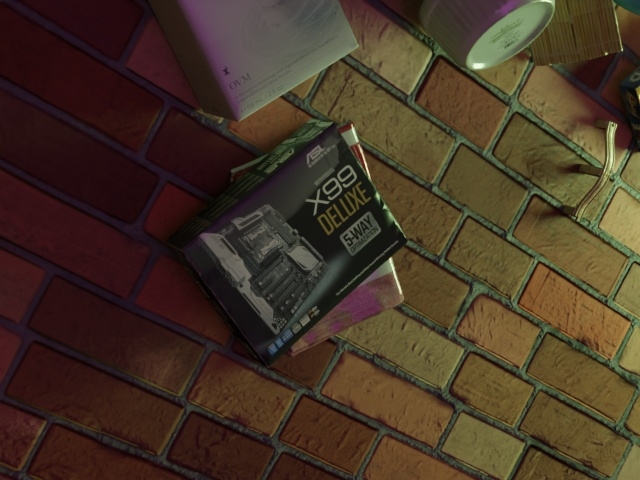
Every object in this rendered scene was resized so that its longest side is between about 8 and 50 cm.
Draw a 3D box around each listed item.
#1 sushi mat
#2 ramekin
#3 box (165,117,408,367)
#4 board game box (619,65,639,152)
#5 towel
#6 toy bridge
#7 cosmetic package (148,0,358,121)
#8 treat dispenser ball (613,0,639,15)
[{"bbox_3d":[0.391,-0.423,1.942,0.019,0.151,0.316,-77,153,-46],"label":"sushi mat"},{"bbox_3d":[0.268,-0.359,1.868,0.207,0.207,0.109,-25,71,-21],"label":"ramekin"},{"bbox_3d":[-0.046,0.001,1.828,0.307,0.076,0.242,-41,117,-16],"label":"box"},{"bbox_3d":[0.661,-0.288,2.189,0.243,0.042,0.165,-39,127,-15],"label":"board game box"},{"bbox_3d":[0.000,0.000,1.919,0.237,0.037,0.329,-25,113,-22],"label":"towel"},{"bbox_3d":[0.491,-0.123,2.139,0.026,0.063,0.188,18,92,-31],"label":"toy bridge"},{"bbox_3d":[-0.102,-0.328,1.727,0.224,0.138,0.225,-35,114,-17],"label":"cosmetic package"},{"bbox_3d":[0.577,-0.508,1.964,0.288,0.288,0.288,-7,105,-27],"label":"treat dispenser ball"}]
